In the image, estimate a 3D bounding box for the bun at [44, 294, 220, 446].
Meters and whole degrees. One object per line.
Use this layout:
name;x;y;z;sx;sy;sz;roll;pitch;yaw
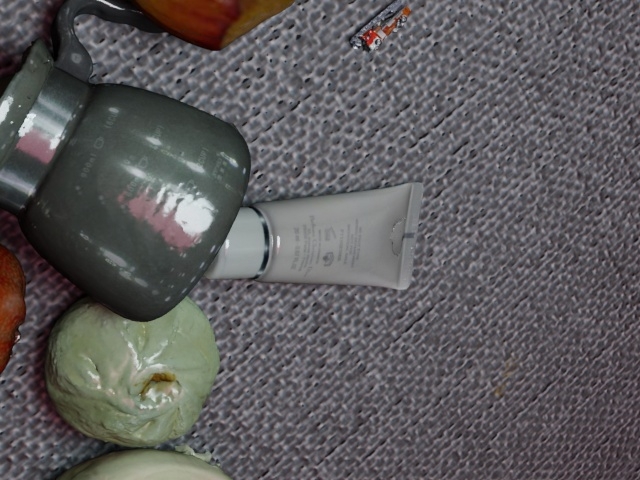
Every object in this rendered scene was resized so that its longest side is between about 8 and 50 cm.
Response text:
bun;-0.206;0.141;1.057;0.195;0.118;0.196;-6;106;-21

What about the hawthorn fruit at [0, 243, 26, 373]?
hawthorn fruit;-0.386;0.064;0.929;0.188;0.169;0.169;23;93;-26

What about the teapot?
teapot;-0.218;-0.107;0.934;0.285;0.223;0.305;29;92;-22

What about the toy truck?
toy truck;0.073;-0.254;1.138;0.083;0.024;0.032;-44;95;-11

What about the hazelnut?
hazelnut;-0.111;-0.308;0.944;0.212;0.181;0.181;-52;136;-16

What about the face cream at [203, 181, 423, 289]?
face cream;0.000;0.000;1.141;0.314;0.089;0.143;-2;103;-34

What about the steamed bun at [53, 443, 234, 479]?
steamed bun;-0.196;0.303;1.082;0.238;0.170;0.153;20;75;-31
